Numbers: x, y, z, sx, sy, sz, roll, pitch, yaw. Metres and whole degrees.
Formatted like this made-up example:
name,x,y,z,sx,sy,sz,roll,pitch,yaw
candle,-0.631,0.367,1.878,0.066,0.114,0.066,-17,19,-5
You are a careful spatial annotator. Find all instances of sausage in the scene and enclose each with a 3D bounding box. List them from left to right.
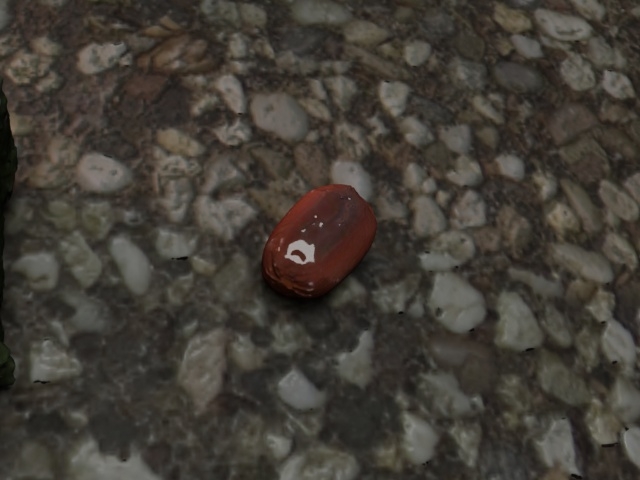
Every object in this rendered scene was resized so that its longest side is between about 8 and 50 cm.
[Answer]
name,x,y,z,sx,sy,sz,roll,pitch,yaw
sausage,0.000,0.000,0.641,0.059,0.054,0.094,36,56,11

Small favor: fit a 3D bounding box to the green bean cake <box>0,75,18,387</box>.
name,x,y,z,sx,sy,sz,roll,pitch,yaw
green bean cake,-0.278,0.004,0.528,0.222,0.125,0.227,4,61,-11
